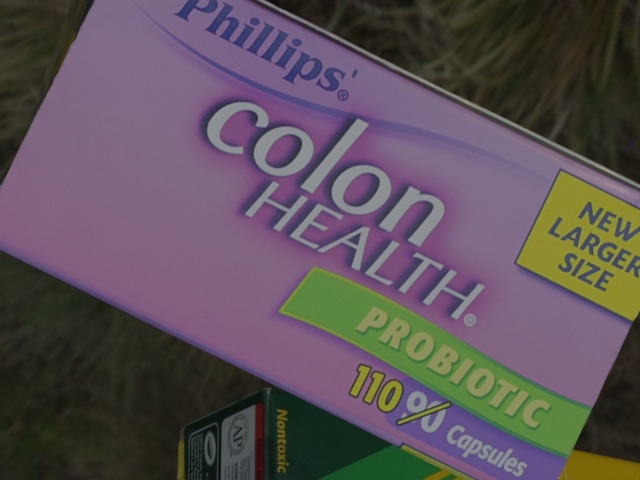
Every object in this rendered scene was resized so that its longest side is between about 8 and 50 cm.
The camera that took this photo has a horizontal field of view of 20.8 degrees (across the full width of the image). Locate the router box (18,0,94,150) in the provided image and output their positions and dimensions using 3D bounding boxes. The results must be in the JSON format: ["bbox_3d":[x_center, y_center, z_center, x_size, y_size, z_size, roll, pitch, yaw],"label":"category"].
[{"bbox_3d":[-0.174,-0.123,1.377,0.081,0.309,0.243,20,97,-12],"label":"router box"}]

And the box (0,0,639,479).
[{"bbox_3d":[0.000,0.000,0.699,0.213,0.243,0.117,26,86,-2],"label":"box"}]

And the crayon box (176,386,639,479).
[{"bbox_3d":[0.074,0.289,0.974,0.313,0.363,0.106,14,154,-32],"label":"crayon box"}]
